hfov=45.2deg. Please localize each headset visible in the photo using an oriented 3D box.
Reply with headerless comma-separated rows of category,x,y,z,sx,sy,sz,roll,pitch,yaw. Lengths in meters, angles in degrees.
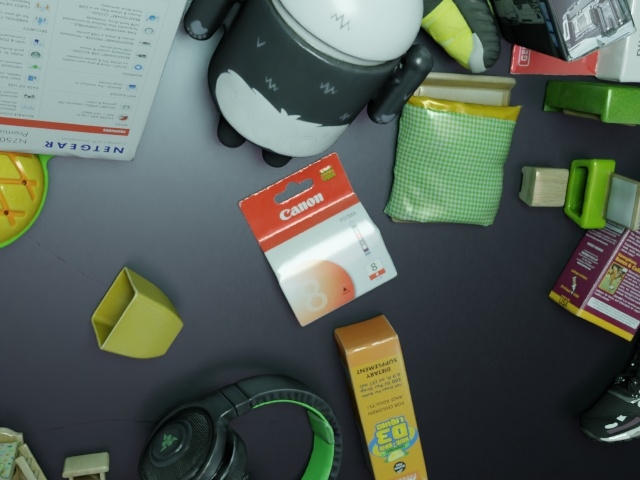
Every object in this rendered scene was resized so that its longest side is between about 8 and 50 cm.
headset,-0.131,0.334,0.950,0.394,0.185,0.243,-27,120,-22

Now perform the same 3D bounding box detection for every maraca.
maraca,-0.356,-0.076,0.838,0.127,0.099,0.185,34,70,-28

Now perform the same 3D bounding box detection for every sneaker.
sneaker,0.067,-0.335,0.867,0.147,0.145,0.384,-33,114,25
sneaker,0.492,0.188,1.145,0.283,0.107,0.124,-28,96,-9

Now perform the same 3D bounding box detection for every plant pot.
plant pot,-0.216,0.096,0.932,0.083,0.081,0.081,30,97,-31

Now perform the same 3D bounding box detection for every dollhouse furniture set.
dollhouse furniture set,-0.334,0.303,0.905,0.161,0.182,0.101,-5,107,-13
dollhouse furniture set,0.252,-0.100,0.955,0.301,0.151,0.197,0,106,-14

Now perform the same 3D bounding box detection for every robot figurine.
robot figurine,-0.013,-0.202,0.812,0.209,0.278,0.173,-16,68,-40

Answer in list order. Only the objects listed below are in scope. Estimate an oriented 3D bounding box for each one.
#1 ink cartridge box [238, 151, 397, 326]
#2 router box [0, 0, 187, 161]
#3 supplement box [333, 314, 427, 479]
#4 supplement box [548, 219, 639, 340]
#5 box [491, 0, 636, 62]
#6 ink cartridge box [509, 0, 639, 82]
ink cartridge box,0.000,0.000,0.978,0.145,0.045,0.179,-28,113,-6
router box,-0.308,-0.206,0.694,0.335,0.082,0.301,3,146,-27
supplement box,0.084,0.226,1.048,0.078,0.080,0.233,-17,112,-7
supplement box,0.422,0.030,1.075,0.104,0.081,0.188,25,99,-20
box,0.208,-0.356,0.810,0.076,0.242,0.307,-24,109,6
ink cartridge box,0.384,-0.350,0.963,0.261,0.066,0.296,-2,107,-15
